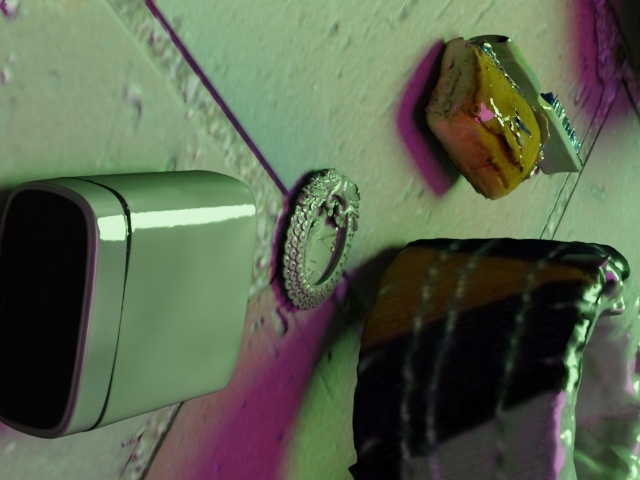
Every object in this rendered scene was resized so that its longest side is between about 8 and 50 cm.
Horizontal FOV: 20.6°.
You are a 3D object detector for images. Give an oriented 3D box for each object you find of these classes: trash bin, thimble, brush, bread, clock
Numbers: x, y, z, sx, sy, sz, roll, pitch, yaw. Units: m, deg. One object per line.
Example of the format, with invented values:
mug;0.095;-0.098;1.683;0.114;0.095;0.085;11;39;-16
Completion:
trash bin;-0.091;0.026;0.834;0.130;0.059;0.116;-9;111;-58
thimble;0.122;0.109;1.099;0.237;0.150;0.237;0;90;-64
brush;0.142;-0.096;1.191;0.178;0.033;0.030;49;54;-54
bread;0.107;-0.074;1.124;0.106;0.053;0.072;45;60;-49
clock;0.000;0.000;1.018;0.074;0.010;0.083;26;80;-59
